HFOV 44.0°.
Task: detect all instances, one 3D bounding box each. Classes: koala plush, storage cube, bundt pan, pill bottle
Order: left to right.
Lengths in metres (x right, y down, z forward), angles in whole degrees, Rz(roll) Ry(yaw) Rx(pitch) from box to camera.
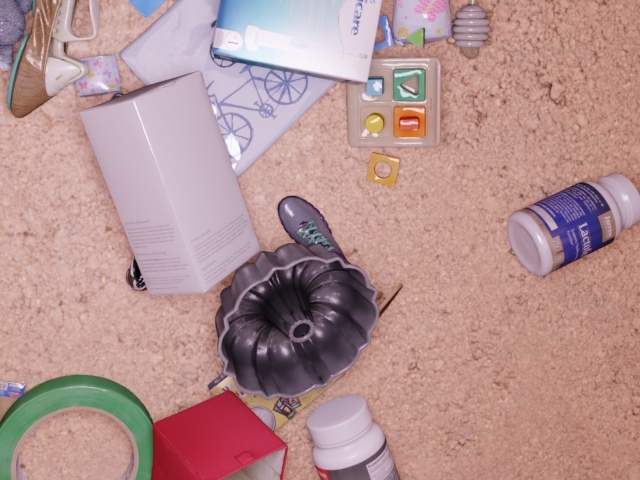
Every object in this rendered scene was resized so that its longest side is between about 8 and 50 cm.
[{"bbox_3d":[-0.616,-0.409,1.380,0.221,0.203,0.196,27,79,-34],"label":"koala plush"},{"bbox_3d":[-0.202,0.440,1.530,0.215,0.193,0.184,-18,128,-37],"label":"storage cube"},{"bbox_3d":[-0.059,0.142,1.533,0.330,0.124,0.331,-13,125,-20],"label":"bundt pan"},{"bbox_3d":[0.077,0.486,1.679,0.161,0.161,0.283,-23,102,-10],"label":"pill bottle"},{"bbox_3d":[0.558,-0.040,1.736,0.264,0.153,0.153,-25,103,-10],"label":"pill bottle"}]

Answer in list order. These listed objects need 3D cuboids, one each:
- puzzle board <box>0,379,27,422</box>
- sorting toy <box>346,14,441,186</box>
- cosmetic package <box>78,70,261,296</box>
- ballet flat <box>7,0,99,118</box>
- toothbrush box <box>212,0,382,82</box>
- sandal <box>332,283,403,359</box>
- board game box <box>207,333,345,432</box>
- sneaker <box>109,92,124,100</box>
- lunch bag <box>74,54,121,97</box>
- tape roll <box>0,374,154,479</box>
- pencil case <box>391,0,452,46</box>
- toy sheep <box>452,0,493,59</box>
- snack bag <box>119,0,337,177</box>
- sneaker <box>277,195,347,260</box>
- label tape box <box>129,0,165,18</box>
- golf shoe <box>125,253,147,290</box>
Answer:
[{"bbox_3d":[-0.650,0.317,1.550,0.128,0.011,0.097,13,93,-16],"label":"puzzle board"},{"bbox_3d":[0.144,-0.274,1.597,0.195,0.047,0.348,2,109,14],"label":"sorting toy"},{"bbox_3d":[-0.267,-0.103,1.459,0.197,0.155,0.366,-37,115,-50],"label":"cosmetic package"},{"bbox_3d":[-0.466,-0.367,1.421,0.124,0.116,0.343,19,104,-2],"label":"ballet flat"},{"bbox_3d":[-0.041,-0.426,1.488,0.295,0.126,0.217,8,98,-6],"label":"toothbrush box"},{"bbox_3d":[0.076,0.161,1.677,0.079,0.088,0.240,36,73,12],"label":"sandal"},{"bbox_3d":[-0.092,0.294,1.672,0.243,0.042,0.165,-38,105,-7],"label":"board game box"},{"bbox_3d":[-0.390,-0.225,1.520,0.047,0.057,0.119,6,95,-13],"label":"sneaker"},{"bbox_3d":[-0.423,-0.311,1.502,0.083,0.053,0.071,-11,98,-3],"label":"lunch bag"},{"bbox_3d":[-0.484,0.430,1.567,0.321,0.077,0.322,-3,100,-16],"label":"tape roll"},{"bbox_3d":[0.199,-0.535,1.600,0.124,0.113,0.273,-5,98,1],"label":"pencil case"},{"bbox_3d":[0.317,-0.447,1.656,0.091,0.091,0.132,-7,104,-13],"label":"toy sheep"},{"bbox_3d":[-0.179,-0.343,1.569,0.323,0.037,0.342,-46,102,-5],"label":"snack bag"},{"bbox_3d":[0.000,0.000,1.627,0.083,0.098,0.224,-41,105,-6],"label":"sneaker"},{"bbox_3d":[-0.353,-0.627,1.447,0.249,0.115,0.348,-43,104,-5],"label":"label tape box"},{"bbox_3d":[-0.323,0.008,1.550,0.077,0.094,0.198,15,92,-15],"label":"golf shoe"}]
